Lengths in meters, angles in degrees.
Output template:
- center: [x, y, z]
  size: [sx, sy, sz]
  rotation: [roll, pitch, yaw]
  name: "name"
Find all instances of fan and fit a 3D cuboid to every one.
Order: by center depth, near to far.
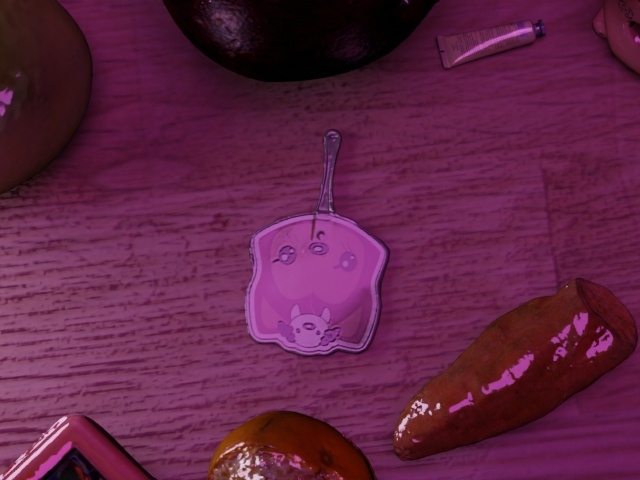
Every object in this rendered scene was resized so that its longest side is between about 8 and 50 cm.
- center: [0.000, 0.000, 1.423]
  size: [0.132, 0.009, 0.220]
  rotation: [7, 77, 2]
  name: "fan"

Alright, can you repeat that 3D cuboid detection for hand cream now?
- center: [0.164, -0.192, 1.462]
  size: [0.102, 0.022, 0.035]
  rotation: [-14, 77, 3]
  name: "hand cream"

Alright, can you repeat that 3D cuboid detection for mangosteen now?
- center: [-0.041, -0.305, 1.352]
  size: [0.347, 0.307, 0.307]
  rotation: [33, 79, 21]
  name: "mangosteen"

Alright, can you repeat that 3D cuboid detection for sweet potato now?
- center: [0.169, 0.116, 1.350]
  size: [0.251, 0.097, 0.097]
  rotation: [-29, 78, -8]
  name: "sweet potato"

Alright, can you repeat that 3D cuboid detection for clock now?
- center: [0.327, -0.206, 1.390]
  size: [0.166, 0.162, 0.093]
  rotation: [32, 82, 8]
  name: "clock"

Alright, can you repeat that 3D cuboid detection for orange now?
- center: [-0.025, 0.223, 1.304]
  size: [0.156, 0.134, 0.157]
  rotation: [19, 37, -15]
  name: "orange"

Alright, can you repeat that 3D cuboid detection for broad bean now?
- center: [-0.356, -0.144, 1.408]
  size: [0.291, 0.119, 0.238]
  rotation: [-3, 67, -3]
  name: "broad bean"

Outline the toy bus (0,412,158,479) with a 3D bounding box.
- center: [-0.270, 0.357, 1.246]
  size: [0.233, 0.203, 0.427]
  rotation: [43, 80, 14]
  name: "toy bus"
